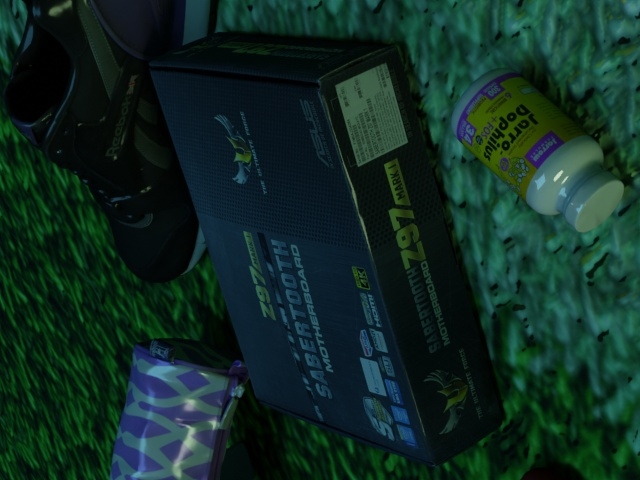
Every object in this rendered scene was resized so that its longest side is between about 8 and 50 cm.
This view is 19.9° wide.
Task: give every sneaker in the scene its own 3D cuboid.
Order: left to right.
[{"bbox_3d":[-0.142,-0.078,1.137,0.107,0.124,0.283,40,144,37],"label":"sneaker"}]

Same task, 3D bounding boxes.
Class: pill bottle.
[{"bbox_3d":[0.102,-0.041,0.854,0.083,0.043,0.043,45,147,29],"label":"pill bottle"}]

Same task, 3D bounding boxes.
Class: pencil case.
[{"bbox_3d":[-0.098,0.165,1.243,0.088,0.086,0.206,15,100,24],"label":"pencil case"}]

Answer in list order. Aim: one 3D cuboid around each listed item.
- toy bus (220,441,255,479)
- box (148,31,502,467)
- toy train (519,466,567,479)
[{"bbox_3d":[-0.112,0.237,1.370,0.191,0.104,0.202,64,151,0],"label":"toy bus"},{"bbox_3d":[0.000,0.000,1.039,0.183,0.059,0.232,15,126,55],"label":"box"},{"bbox_3d":[0.162,0.232,0.935,0.248,0.105,0.143,28,146,46],"label":"toy train"}]
